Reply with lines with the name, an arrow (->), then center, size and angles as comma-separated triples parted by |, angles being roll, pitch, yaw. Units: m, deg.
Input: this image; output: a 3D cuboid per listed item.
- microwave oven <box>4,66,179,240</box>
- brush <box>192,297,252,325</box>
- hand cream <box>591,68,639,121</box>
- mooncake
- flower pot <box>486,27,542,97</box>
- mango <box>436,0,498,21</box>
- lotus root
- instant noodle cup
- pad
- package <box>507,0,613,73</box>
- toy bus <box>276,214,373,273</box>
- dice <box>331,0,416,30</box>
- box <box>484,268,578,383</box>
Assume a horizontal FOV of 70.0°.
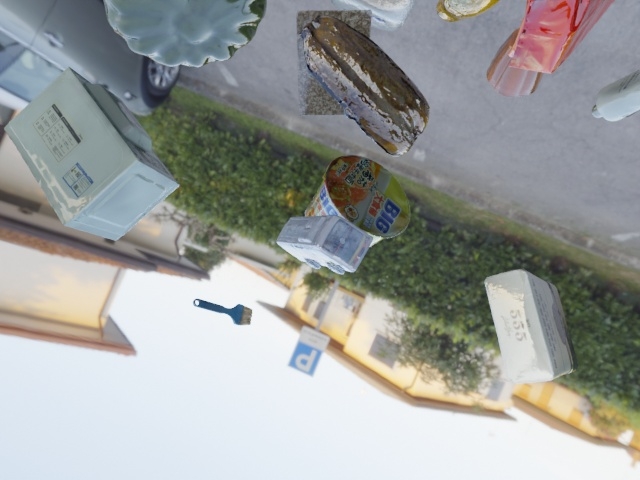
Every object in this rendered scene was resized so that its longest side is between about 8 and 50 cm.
microwave oven -> -0.345, -0.129, 0.704 | 0.208, 0.162, 0.122 | 50, -178, 16
brush -> -0.227, 0.164, 1.071 | 0.014, 0.051, 0.164 | -15, 149, 42
hand cream -> 0.626, -0.301, 0.829 | 0.078, 0.124, 0.340 | 48, 169, 0
mooncake -> -0.295, -0.556, 1.000 | 0.356, 0.356, 0.194 | 25, -143, -54
flower pot -> 0.672, -0.603, 1.521 | 0.190, 0.191, 0.173 | 23, 167, 11
mango -> 0.418, -0.685, 1.236 | 0.359, 0.187, 0.144 | -66, -47, -72
lotus root -> 0.104, -0.310, 0.884 | 0.329, 0.167, 0.078 | 35, 160, -28
instant noodle cup -> 0.067, -0.063, 0.980 | 0.205, 0.205, 0.153 | 24, 144, -17
pad -> 0.028, -0.385, 1.012 | 0.158, 0.235, 0.003 | -2, -137, -3
package -> 0.566, -0.554, 0.986 | 0.123, 0.423, 0.196 | 36, 162, 21
toy bus -> 0.000, 0.000, 0.655 | 0.075, 0.064, 0.190 | 36, 168, -18
dice -> 0.142, -0.630, 1.090 | 0.193, 0.194, 0.192 | 22, -167, -11
box -> 0.363, 0.146, 0.771 | 0.071, 0.168, 0.259 | -19, 160, 33
